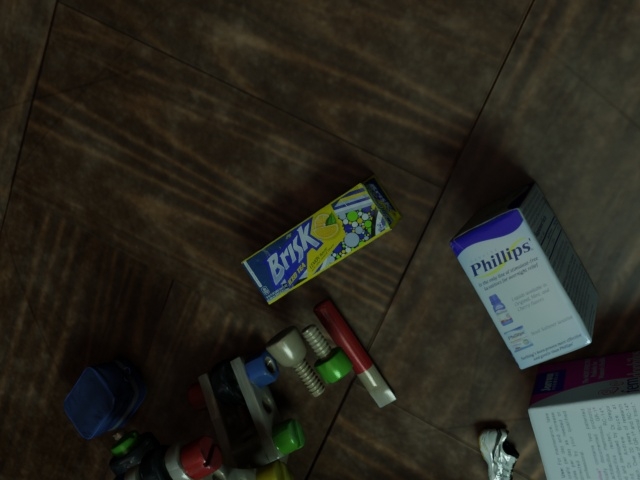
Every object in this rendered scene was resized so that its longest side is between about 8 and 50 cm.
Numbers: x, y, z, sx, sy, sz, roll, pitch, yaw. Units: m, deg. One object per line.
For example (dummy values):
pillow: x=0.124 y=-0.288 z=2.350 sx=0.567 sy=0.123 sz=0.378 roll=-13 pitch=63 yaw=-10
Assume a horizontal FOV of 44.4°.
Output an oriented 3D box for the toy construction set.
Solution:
toy construction set: x=-0.047 y=0.248 z=0.850 sx=0.309 sy=0.257 sz=0.237 roll=-36 pitch=97 yaw=-5

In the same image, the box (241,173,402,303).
box: x=0.000 y=0.000 z=0.842 sx=0.169 sy=0.054 sz=0.059 roll=-33 pitch=91 yaw=24

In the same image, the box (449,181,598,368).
box: x=0.195 y=0.029 z=0.737 sx=0.072 sy=0.126 sz=0.137 roll=-28 pitch=92 yaw=26

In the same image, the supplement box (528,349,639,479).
supplement box: x=0.321 y=0.171 z=0.736 sx=0.220 sy=0.111 sz=0.114 roll=-15 pitch=98 yaw=23

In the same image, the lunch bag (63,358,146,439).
lunch bag: x=-0.266 y=0.195 z=0.988 sx=0.067 sy=0.065 sz=0.098 roll=49 pitch=117 yaw=20

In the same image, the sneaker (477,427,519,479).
sneaker: x=0.198 y=0.242 z=0.843 sx=0.037 sy=0.032 sz=0.083 roll=-17 pitch=98 yaw=24
